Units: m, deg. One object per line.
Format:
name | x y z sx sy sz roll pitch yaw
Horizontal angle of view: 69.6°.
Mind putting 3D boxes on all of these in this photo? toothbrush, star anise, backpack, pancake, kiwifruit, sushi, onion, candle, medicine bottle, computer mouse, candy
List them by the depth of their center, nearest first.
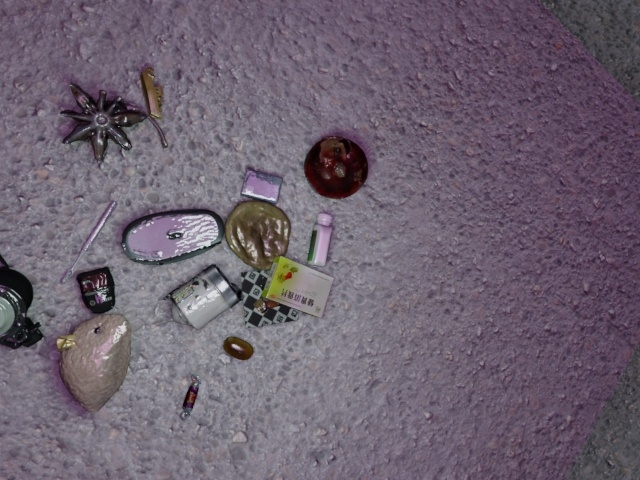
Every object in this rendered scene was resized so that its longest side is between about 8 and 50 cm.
backpack | -0.812 0.184 1.683 0.120 0.106 0.165 -19 88 -19
toothbrush | -0.862 0.005 1.721 0.024 0.029 0.353 33 78 -24
star anise | -0.802 -0.429 1.727 0.316 0.139 0.359 -35 111 -7
candle | -0.469 0.238 1.733 0.330 0.187 0.187 -35 95 -12
computer mouse | -0.557 -0.016 1.758 0.374 0.114 0.203 -10 91 -15
candy | -0.499 0.599 1.772 0.045 0.043 0.174 18 86 -10
kiwifruit | -0.322 0.425 1.814 0.125 0.075 0.075 32 79 -14
pancake | -0.243 -0.030 1.844 0.295 0.050 0.294 2 85 -31
sushi | -0.210 0.227 1.858 0.232 0.047 0.219 -4 87 -28
onion | 0.069 -0.304 1.901 0.272 0.195 0.271 0 94 -8
medicine bottle | 0.000 0.000 1.901 0.078 0.115 0.219 12 83 -12

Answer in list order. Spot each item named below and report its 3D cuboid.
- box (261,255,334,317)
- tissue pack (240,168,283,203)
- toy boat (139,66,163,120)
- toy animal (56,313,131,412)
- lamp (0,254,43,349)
box | -0.088 0.189 1.862 0.261 0.062 0.175 24 76 -25
tissue pack | -0.240 -0.220 1.888 0.157 0.051 0.112 14 86 -14
toy boat | -0.651 -0.572 1.801 0.072 0.064 0.205 -14 92 -33
toy animal | -0.799 0.427 1.630 0.227 0.188 0.357 11 84 -3
lamp | -1.088 0.203 1.524 0.205 0.272 0.374 -36 95 -16
